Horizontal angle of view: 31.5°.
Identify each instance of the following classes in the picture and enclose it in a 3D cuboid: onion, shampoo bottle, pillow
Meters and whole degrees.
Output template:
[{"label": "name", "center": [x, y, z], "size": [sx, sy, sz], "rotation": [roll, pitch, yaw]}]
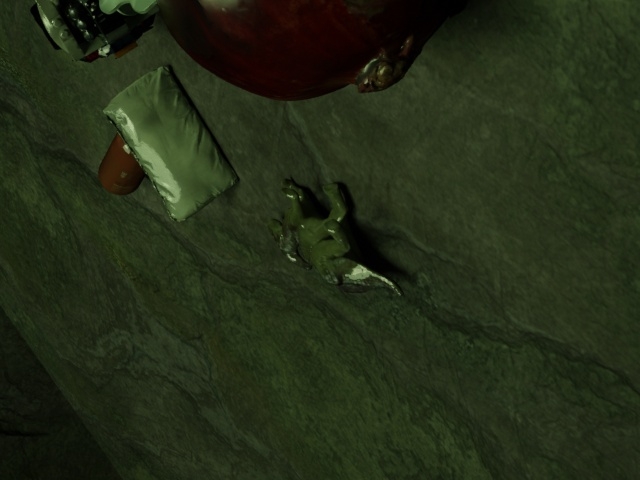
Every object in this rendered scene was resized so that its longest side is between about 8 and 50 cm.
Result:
[{"label": "onion", "center": [-0.021, -0.298, 1.165], "size": [0.341, 0.341, 0.341], "rotation": [36, 145, 31]}, {"label": "shampoo bottle", "center": [-0.320, -0.155, 1.949], "size": [0.085, 0.085, 0.244], "rotation": [55, 152, 2]}, {"label": "pillow", "center": [-0.239, -0.152, 1.806], "size": [0.229, 0.128, 0.051], "rotation": [58, -173, -5]}]

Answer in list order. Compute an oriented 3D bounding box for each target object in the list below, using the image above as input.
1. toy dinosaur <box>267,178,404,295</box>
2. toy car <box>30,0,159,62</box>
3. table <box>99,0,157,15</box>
[{"label": "toy dinosaur", "center": [0.005, -0.004, 1.634], "size": [0.294, 0.077, 0.162], "rotation": [39, 153, 54]}, {"label": "toy car", "center": [-0.352, -0.401, 1.626], "size": [0.301, 0.193, 0.118], "rotation": [61, 172, -27]}, {"label": "table", "center": [-0.220, -0.383, 1.524], "size": [0.198, 0.166, 0.167], "rotation": [9, 127, 43]}]
